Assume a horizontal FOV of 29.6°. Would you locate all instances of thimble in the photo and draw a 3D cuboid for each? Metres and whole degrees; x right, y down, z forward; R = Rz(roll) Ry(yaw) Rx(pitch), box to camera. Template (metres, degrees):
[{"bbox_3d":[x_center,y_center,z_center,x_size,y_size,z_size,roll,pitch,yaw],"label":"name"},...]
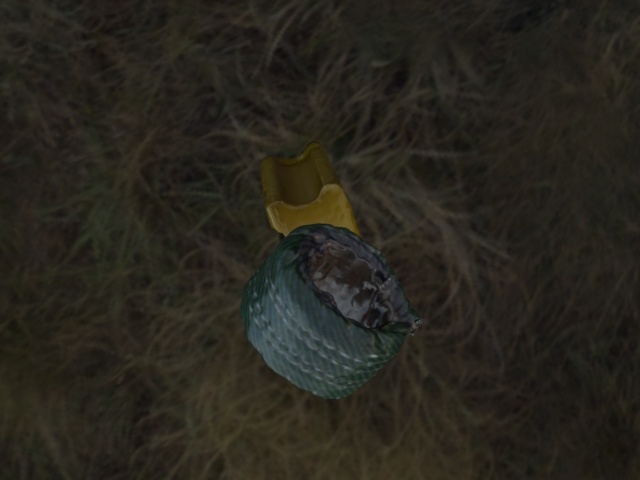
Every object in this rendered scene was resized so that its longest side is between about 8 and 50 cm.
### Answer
[{"bbox_3d":[0.005,0.058,1.017,0.135,0.118,0.090,48,132,8],"label":"thimble"}]

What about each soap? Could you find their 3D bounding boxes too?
[{"bbox_3d":[0.000,0.000,1.513,0.096,0.324,0.204,-19,105,0],"label":"soap"}]
